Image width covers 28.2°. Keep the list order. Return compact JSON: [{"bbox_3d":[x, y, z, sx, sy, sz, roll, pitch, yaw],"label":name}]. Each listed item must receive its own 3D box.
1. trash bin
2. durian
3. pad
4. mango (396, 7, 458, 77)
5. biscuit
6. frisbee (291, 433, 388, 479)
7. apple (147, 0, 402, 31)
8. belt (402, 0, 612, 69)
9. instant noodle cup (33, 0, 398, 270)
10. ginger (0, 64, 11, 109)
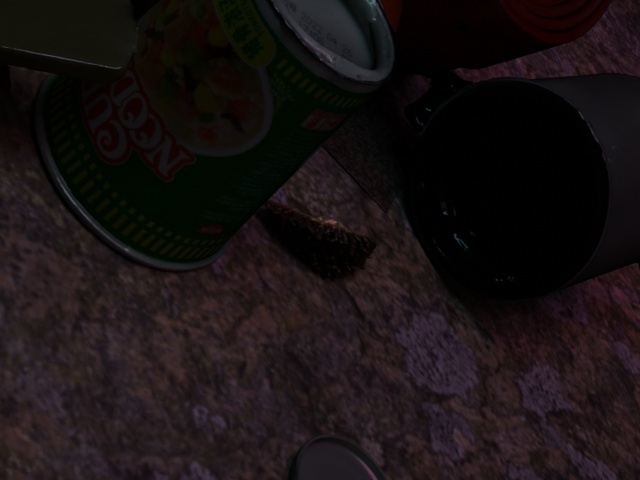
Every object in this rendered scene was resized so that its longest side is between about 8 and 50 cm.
[{"bbox_3d":[0.250,-0.063,1.323,0.262,0.217,0.277,-14,64,-54],"label":"trash bin"},{"bbox_3d":[0.006,-0.008,1.135,0.130,0.052,0.066,21,43,-37],"label":"durian"},{"bbox_3d":[0.011,-0.150,1.306,0.235,0.003,0.158,46,35,-11],"label":"pad"},{"bbox_3d":[0.112,-0.290,1.403,0.136,0.166,0.236,8,67,-31],"label":"mango"},{"bbox_3d":[-0.283,-0.173,0.873,0.322,0.038,0.099,11,53,-22],"label":"biscuit"},{"bbox_3d":[0.019,0.204,0.999,0.110,0.014,0.110,29,41,-29],"label":"frisbee"},{"bbox_3d":[-0.038,-0.260,1.144,0.242,0.242,0.241,30,40,-30],"label":"apple"},{"bbox_3d":[0.196,-0.312,1.262,0.227,0.115,0.324,57,47,-23],"label":"belt"},{"bbox_3d":[-0.070,-0.119,0.983,0.207,0.232,0.207,31,39,-30],"label":"instant noodle cup"},{"bbox_3d":[-0.276,-0.106,0.899,0.137,0.044,0.057,5,39,-50],"label":"ginger"}]
